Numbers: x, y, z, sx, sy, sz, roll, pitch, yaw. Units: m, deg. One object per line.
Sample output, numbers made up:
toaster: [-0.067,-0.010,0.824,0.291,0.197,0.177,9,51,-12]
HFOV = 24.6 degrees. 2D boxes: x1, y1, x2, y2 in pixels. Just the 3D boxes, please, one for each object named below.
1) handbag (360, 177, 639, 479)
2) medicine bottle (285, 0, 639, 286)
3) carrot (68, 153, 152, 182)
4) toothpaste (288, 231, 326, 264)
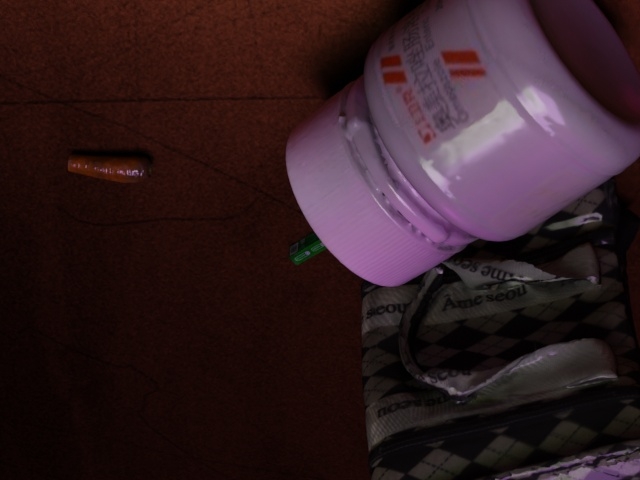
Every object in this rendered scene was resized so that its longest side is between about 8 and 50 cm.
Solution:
handbag: [0.202,0.124,1.521,0.317,0.416,0.180,-21,129,17]
medicine bottle: [0.138,-0.110,1.427,0.302,0.241,0.241,-35,120,30]
carrot: [-0.232,-0.081,1.623,0.093,0.032,0.032,5,131,4]
toothpaste: [0.000,0.000,1.677,0.083,0.020,0.017,-30,124,27]
